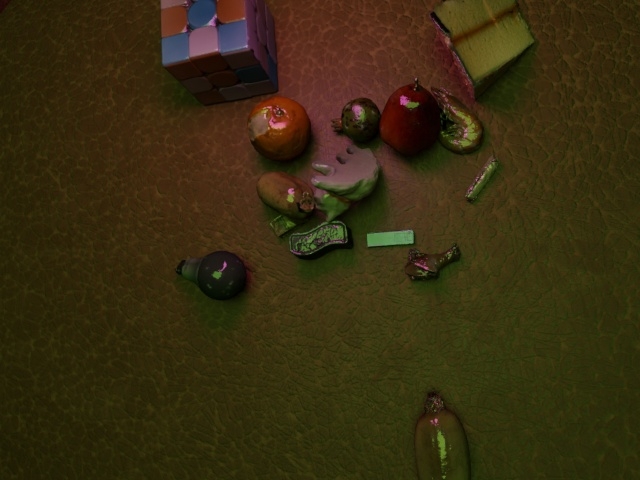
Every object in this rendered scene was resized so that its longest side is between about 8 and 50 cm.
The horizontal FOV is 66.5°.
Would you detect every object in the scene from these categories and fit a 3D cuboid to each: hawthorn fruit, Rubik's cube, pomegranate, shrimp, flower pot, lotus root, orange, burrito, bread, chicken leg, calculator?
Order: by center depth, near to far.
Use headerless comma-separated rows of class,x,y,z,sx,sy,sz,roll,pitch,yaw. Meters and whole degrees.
lotus root,0.384,0.659,1.551,0.169,0.151,0.342,-6,82,12
chicken leg,0.389,0.078,1.691,0.196,0.080,0.125,-8,66,11
hawthorn fruit,0.314,-0.438,1.704,0.224,0.261,0.224,-2,51,2
bread,0.588,-0.748,1.717,0.405,0.242,0.345,-38,77,8
burrito,0.567,-0.219,1.719,0.045,0.041,0.185,37,89,-26
calculator,0.253,-0.008,1.765,0.172,0.018,0.057,-5,78,12
shrimp,0.470,-0.434,1.771,0.152,0.063,0.287,-41,75,15
flower pot,0.000,0.000,1.777,0.229,0.108,0.103,-16,76,9
lotus root,-0.134,-0.175,1.800,0.284,0.160,0.146,28,94,40
pomegranate,0.131,-0.444,1.807,0.205,0.159,0.159,-4,79,38
orange,-0.153,-0.416,1.824,0.240,0.240,0.240,-2,80,13
Rubik's cube,-0.378,-0.768,1.872,0.344,0.347,0.346,-6,78,11

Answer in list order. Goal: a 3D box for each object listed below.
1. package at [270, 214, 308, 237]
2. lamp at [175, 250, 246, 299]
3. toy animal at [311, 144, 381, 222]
package,-0.118,-0.071,1.846,0.131,0.047,0.071,-30,72,8
lamp,-0.413,0.104,1.837,0.314,0.182,0.182,27,87,34
toy animal,0.092,-0.210,1.763,0.266,0.188,0.308,-3,34,-4
